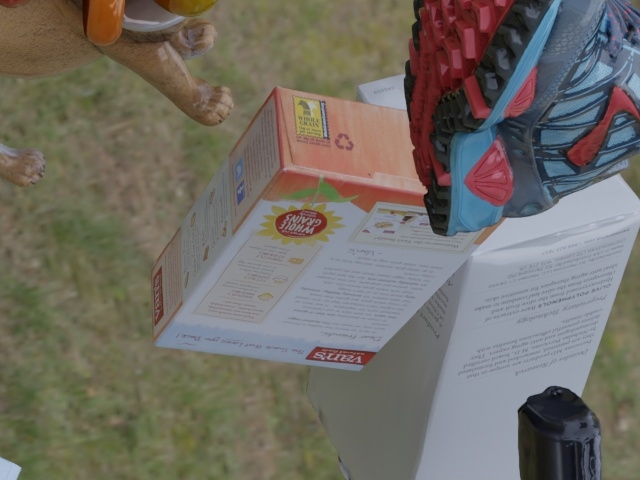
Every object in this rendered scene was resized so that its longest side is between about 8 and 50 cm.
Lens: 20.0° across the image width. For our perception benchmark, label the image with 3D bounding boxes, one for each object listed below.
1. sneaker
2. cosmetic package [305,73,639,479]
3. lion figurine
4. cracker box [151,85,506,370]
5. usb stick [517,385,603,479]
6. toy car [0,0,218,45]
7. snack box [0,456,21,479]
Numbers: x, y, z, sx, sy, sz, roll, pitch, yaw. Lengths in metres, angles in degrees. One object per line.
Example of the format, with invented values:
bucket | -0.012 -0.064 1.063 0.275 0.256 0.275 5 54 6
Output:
sneaker | 0.106 -0.088 0.787 0.262 0.125 0.104 96 -18 -73
cosmetic package | 0.106 0.056 1.435 0.155 0.365 0.197 -15 51 -21
lion figurine | -0.215 -0.161 1.299 0.240 0.392 0.142 47 27 -49
cracker box | 0.000 0.000 1.172 0.156 0.232 0.067 9 56 -23
usb stick | 0.157 0.230 1.138 0.045 0.077 0.278 -8 105 -14
toy car | -0.135 -0.188 0.978 0.136 0.159 0.182 -27 80 -17
snack box | -0.251 0.196 0.896 0.070 0.207 0.174 36 47 -25
